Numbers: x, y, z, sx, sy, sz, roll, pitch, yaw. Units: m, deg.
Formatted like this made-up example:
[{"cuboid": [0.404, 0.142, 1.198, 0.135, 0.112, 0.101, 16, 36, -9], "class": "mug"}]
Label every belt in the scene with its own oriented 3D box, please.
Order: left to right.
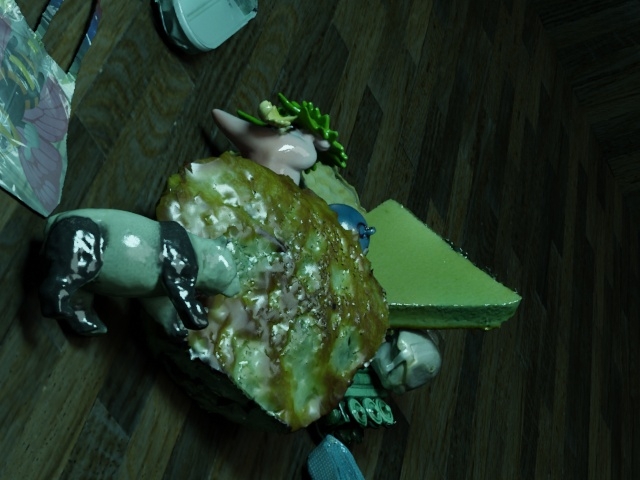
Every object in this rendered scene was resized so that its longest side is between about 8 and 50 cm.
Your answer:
[{"cuboid": [0.041, 0.311, 1.575, 0.100, 0.065, 0.179, 27, 22, -33], "class": "belt"}]

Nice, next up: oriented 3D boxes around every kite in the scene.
[{"cuboid": [-0.296, -0.198, 1.341, 0.204, 0.022, 0.360, 52, 32, -38], "class": "kite"}]

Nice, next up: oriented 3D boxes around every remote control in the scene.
[{"cuboid": [-0.144, -0.311, 1.692, 0.104, 0.052, 0.247, 66, 25, -16], "class": "remote control"}]

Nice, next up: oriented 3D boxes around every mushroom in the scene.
[{"cuboid": [0.123, 0.161, 1.819, 0.278, 0.096, 0.099, 18, 67, -78], "class": "mushroom"}]

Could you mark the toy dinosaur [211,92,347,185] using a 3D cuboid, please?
[{"cuboid": [-0.079, -0.086, 1.638, 0.177, 0.152, 0.194, -36, 116, -34], "class": "toy dinosaur"}]

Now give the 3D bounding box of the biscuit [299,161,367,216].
[{"cuboid": [0.035, 0.002, 1.875, 0.187, 0.036, 0.273, -26, 97, -65], "class": "biscuit"}]

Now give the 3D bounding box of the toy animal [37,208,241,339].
[{"cuboid": [-0.176, 0.033, 1.290, 0.225, 0.094, 0.121, 6, 73, -27], "class": "toy animal"}]

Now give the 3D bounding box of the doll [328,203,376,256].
[{"cuboid": [0.000, 0.000, 1.665, 0.114, 0.152, 0.085, -63, 137, -60], "class": "doll"}]

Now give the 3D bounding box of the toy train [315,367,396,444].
[{"cuboid": [0.035, 0.206, 1.707, 0.170, 0.071, 0.111, 14, 52, -64], "class": "toy train"}]

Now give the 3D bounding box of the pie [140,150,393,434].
[{"cuboid": [-0.065, 0.056, 1.482, 0.354, 0.103, 0.288, 40, 52, -31], "class": "pie"}]

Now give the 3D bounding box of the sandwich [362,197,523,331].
[{"cuboid": [0.104, 0.066, 1.724, 0.212, 0.245, 0.063, -28, 143, -36], "class": "sandwich"}]
